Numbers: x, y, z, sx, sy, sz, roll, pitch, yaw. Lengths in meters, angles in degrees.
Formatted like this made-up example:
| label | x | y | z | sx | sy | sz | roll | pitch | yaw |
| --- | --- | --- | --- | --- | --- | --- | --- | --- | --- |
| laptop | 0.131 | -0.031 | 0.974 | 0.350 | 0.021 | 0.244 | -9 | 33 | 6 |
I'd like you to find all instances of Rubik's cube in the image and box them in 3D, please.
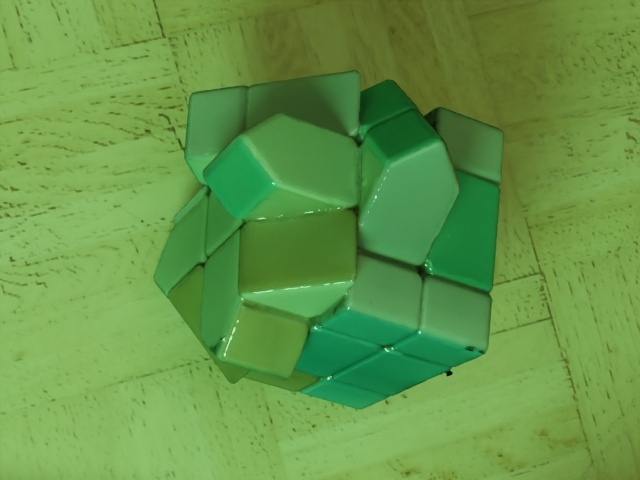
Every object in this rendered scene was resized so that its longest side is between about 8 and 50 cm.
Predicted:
| label | x | y | z | sx | sy | sz | roll | pitch | yaw |
| --- | --- | --- | --- | --- | --- | --- | --- | --- | --- |
| Rubik's cube | 0.000 | 0.000 | 1.404 | 0.213 | 0.265 | 0.224 | 19 | 62 | -25 |
